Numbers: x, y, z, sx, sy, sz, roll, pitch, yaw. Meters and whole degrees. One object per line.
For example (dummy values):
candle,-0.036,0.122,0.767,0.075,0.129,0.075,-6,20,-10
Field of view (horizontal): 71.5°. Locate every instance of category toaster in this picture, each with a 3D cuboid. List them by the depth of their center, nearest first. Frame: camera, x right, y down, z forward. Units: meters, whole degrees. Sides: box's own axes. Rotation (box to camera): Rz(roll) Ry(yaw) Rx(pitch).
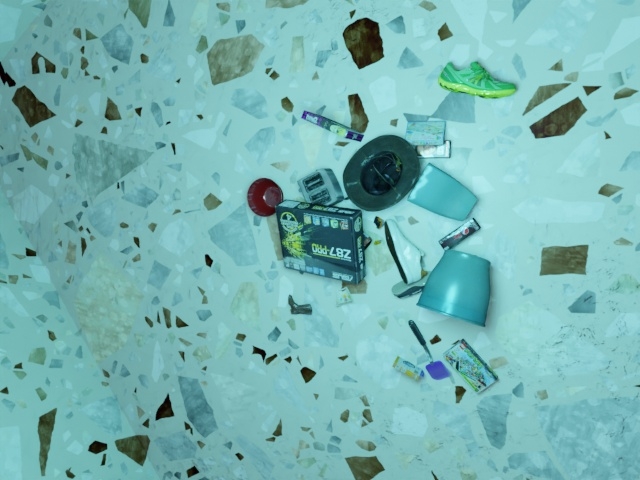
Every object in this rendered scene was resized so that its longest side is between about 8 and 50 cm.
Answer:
toaster,0.006,-0.222,1.982,0.186,0.110,0.167,-23,89,21

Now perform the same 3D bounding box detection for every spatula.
spatula,0.461,0.478,1.938,0.084,0.030,0.296,-30,86,24

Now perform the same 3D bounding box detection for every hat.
hat,0.263,-0.267,1.859,0.332,0.134,0.330,-4,79,23

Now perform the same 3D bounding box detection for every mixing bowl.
mixing bowl,-0.242,-0.202,2.084,0.182,0.098,0.181,2,97,21

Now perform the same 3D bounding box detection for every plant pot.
plant pot,0.546,0.178,1.760,0.272,0.272,0.254,16,87,18
plant pot,0.493,-0.183,1.781,0.235,0.166,0.165,30,106,5

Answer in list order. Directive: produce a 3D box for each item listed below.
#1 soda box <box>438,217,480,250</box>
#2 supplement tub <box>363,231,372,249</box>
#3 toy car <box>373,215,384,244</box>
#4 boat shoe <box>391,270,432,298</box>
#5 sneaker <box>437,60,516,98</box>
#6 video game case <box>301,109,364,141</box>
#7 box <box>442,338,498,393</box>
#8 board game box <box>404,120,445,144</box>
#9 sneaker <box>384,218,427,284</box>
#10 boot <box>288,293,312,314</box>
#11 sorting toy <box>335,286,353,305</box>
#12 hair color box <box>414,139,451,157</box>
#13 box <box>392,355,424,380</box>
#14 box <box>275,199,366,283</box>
soda box,0.569,-0.024,1.820,0.169,0.060,0.053,-37,82,21
supplement tub,0.124,-0.029,1.963,0.198,0.106,0.106,41,109,11
toy car,0.256,-0.045,1.959,0.041,0.060,0.121,-4,119,-21
boat shoe,0.411,0.194,1.918,0.206,0.075,0.065,-25,130,16
sneaker,0.604,-0.620,1.707,0.296,0.109,0.123,20,107,18
video game case,0.056,-0.478,1.867,0.210,0.232,0.041,28,107,15
box,0.631,0.529,1.877,0.207,0.036,0.114,48,109,9
board game box,0.427,-0.438,1.813,0.154,0.026,0.103,4,64,21
sneaker,0.366,0.035,1.901,0.123,0.106,0.289,-19,82,-9
boot,-0.093,0.305,2.123,0.114,0.037,0.106,-4,108,24
sorting toy,0.108,0.254,2.041,0.083,0.045,0.075,-19,82,22
hair color box,0.461,-0.374,1.826,0.141,0.043,0.071,3,98,21
box,0.387,0.563,1.949,0.136,0.081,0.028,29,106,16
box,0.000,0.000,1.935,0.395,0.097,0.317,11,123,31
